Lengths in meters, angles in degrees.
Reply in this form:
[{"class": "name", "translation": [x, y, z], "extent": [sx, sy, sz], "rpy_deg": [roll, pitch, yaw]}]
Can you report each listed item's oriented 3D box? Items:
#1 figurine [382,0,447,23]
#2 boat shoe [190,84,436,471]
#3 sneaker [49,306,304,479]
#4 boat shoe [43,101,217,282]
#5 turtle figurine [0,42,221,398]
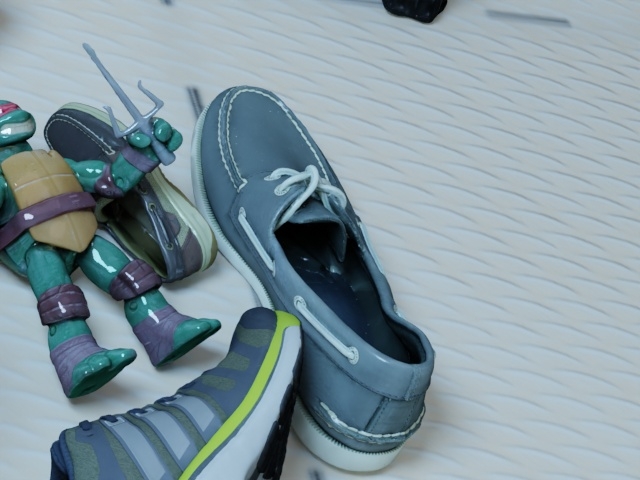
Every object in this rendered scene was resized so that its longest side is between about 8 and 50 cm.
[{"class": "figurine", "translation": [0.040, -0.291, 1.556], "extent": [0.215, 0.209, 0.092], "rpy_deg": [9, 46, -21]}, {"class": "boat shoe", "translation": [0.000, 0.000, 1.333], "extent": [0.116, 0.099, 0.319], "rpy_deg": [1, 49, -28]}, {"class": "sneaker", "translation": [-0.091, 0.127, 1.158], "extent": [0.121, 0.111, 0.300], "rpy_deg": [17, 33, 9]}, {"class": "boat shoe", "translation": [-0.134, -0.033, 1.323], "extent": [0.152, 0.056, 0.049], "rpy_deg": [42, 38, 13]}, {"class": "turtle figurine", "translation": [-0.166, -0.022, 1.252], "extent": [0.175, 0.118, 0.234], "rpy_deg": [-25, 79, -26]}]
